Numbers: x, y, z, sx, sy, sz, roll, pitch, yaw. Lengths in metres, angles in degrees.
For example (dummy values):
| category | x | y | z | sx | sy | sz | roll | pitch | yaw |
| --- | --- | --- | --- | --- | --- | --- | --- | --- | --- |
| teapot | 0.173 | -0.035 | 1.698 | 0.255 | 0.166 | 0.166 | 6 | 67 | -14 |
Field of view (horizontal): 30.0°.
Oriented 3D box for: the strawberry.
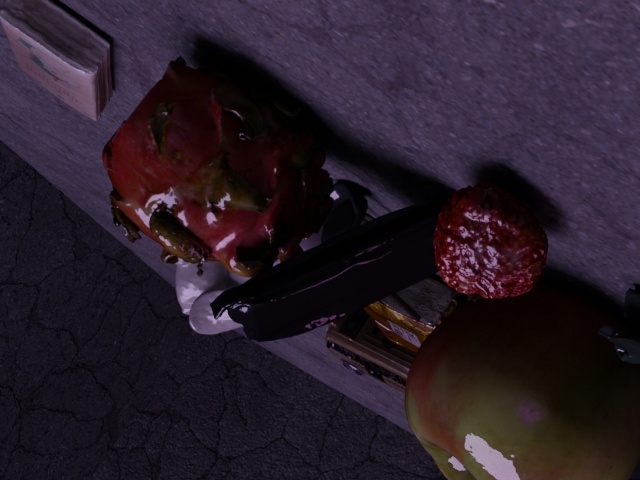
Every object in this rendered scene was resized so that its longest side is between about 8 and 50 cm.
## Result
| category | x | y | z | sx | sy | sz | roll | pitch | yaw |
| --- | --- | --- | --- | --- | --- | --- | --- | --- | --- |
| strawberry | 0.184 | 0.002 | 1.298 | 0.131 | 0.131 | 0.148 | 31 | 177 | 14 |

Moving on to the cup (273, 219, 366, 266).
| category | x | y | z | sx | sy | sz | roll | pitch | yaw |
| --- | --- | --- | --- | --- | --- | --- | --- | --- | --- |
| cup | -0.005 | -0.005 | 1.866 | 0.142 | 0.173 | 0.134 | 39 | -161 | -32 |

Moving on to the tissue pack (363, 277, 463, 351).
| category | x | y | z | sx | sy | sz | roll | pitch | yaw |
| --- | --- | --- | --- | --- | --- | --- | --- | --- | --- |
| tissue pack | 0.158 | 0.117 | 1.944 | 0.183 | 0.092 | 0.226 | 29 | 166 | 29 |

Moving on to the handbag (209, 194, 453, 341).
| category | x | y | z | sx | sy | sz | roll | pitch | yaw |
| --- | --- | --- | --- | --- | --- | --- | --- | --- | --- |
| handbag | 0.031 | 0.041 | 1.493 | 0.191 | 0.332 | 0.074 | 69 | 179 | -73 |

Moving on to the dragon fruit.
| category | x | y | z | sx | sy | sz | roll | pitch | yaw |
| --- | --- | --- | --- | --- | --- | --- | --- | --- | --- |
| dragon fruit | -0.126 | -0.074 | 1.533 | 0.291 | 0.269 | 0.250 | 39 | 178 | -9 |

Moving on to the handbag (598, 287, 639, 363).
| category | x | y | z | sx | sy | sz | roll | pitch | yaw |
| --- | --- | --- | --- | --- | --- | --- | --- | --- | --- |
| handbag | 0.463 | 0.167 | 1.314 | 0.260 | 0.079 | 0.247 | 22 | 163 | 50 |

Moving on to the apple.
| category | x | y | z | sx | sy | sz | roll | pitch | yaw |
| --- | --- | --- | --- | --- | --- | --- | --- | --- | --- |
| apple | 0.272 | 0.203 | 1.530 | 0.319 | 0.277 | 0.319 | 42 | 167 | 12 |

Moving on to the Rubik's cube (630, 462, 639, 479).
| category | x | y | z | sx | sy | sz | roll | pitch | yaw |
| --- | --- | --- | --- | --- | --- | --- | --- | --- | --- |
| Rubik's cube | 0.515 | 0.418 | 1.617 | 0.313 | 0.316 | 0.318 | 34 | 170 | 3 |

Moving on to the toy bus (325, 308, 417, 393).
| category | x | y | z | sx | sy | sz | roll | pitch | yaw |
| --- | --- | --- | --- | --- | --- | --- | --- | --- | --- |
| toy bus | 0.146 | 0.200 | 2.208 | 0.290 | 0.139 | 0.157 | 26 | 163 | 29 |

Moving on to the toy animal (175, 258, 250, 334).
| category | x | y | z | sx | sy | sz | roll | pitch | yaw |
| --- | --- | --- | --- | --- | --- | --- | --- | --- | --- |
| toy animal | -0.105 | 0.048 | 2.036 | 0.265 | 0.271 | 0.206 | 11 | 163 | 32 |

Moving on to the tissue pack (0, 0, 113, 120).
| category | x | y | z | sx | sy | sz | roll | pitch | yaw |
| --- | --- | --- | --- | --- | --- | --- | --- | --- | --- |
| tissue pack | -0.409 | -0.289 | 1.884 | 0.170 | 0.071 | 0.325 | 33 | 170 | -4 |

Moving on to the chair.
| category | x | y | z | sx | sy | sz | roll | pitch | yaw |
| --- | --- | --- | --- | --- | --- | --- | --- | --- | --- |
| chair | 0.085 | 0.016 | 1.706 | 0.221 | 0.095 | 0.104 | 39 | 156 | -22 |
